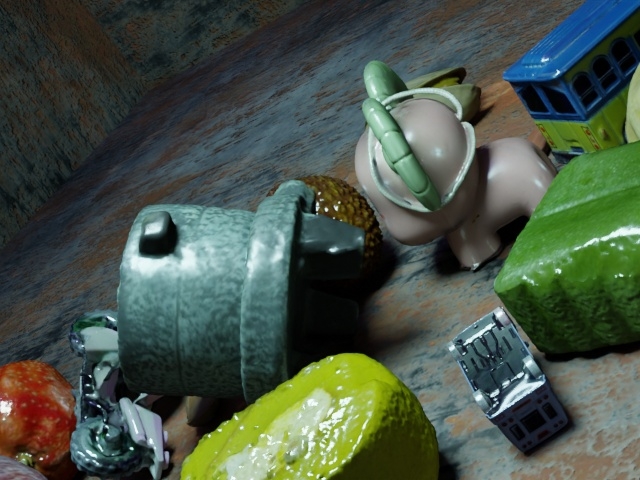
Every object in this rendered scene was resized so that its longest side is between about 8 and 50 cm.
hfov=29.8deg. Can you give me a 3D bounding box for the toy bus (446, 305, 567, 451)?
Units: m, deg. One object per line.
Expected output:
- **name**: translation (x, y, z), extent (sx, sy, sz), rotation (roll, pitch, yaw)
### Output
- **toy bus**: translation (0.185, 0.137, 1.202), extent (0.073, 0.076, 0.167), rotation (-36, 21, 8)

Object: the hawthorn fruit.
- **hawthorn fruit**: translation (-0.436, 0.286, 1.742), extent (0.205, 0.205, 0.253), rotation (-37, 20, 1)

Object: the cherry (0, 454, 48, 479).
- **cherry**: translation (-0.449, 0.382, 1.546), extent (0.300, 0.203, 0.230), rotation (-18, 19, 25)

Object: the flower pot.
- **flower pot**: translation (-0.085, 0.061, 1.481), extent (0.282, 0.299, 0.299), rotation (5, 29, 6)

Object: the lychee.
- **lychee**: translation (-0.002, 0.000, 1.690), extent (0.194, 0.194, 0.194), rotation (-32, 20, 13)

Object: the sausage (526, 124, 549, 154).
- **sausage**: translation (0.324, -0.161, 1.704), extent (0.035, 0.030, 0.147), rotation (-16, 28, 43)

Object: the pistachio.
- **pistachio**: translation (0.161, -0.204, 1.939), extent (0.206, 0.131, 0.129), rotation (-36, 62, 3)

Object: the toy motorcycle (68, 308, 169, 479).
- **toy motorcycle**: translation (-0.258, 0.207, 1.690), extent (0.188, 0.143, 0.327), rotation (3, 35, -14)

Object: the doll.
- **doll**: translation (0.151, -0.108, 1.524), extent (0.216, 0.268, 0.284), rotation (-34, 20, 15)

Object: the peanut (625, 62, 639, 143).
- **peanut**: translation (0.502, -0.202, 1.287), extent (0.387, 0.169, 0.192), rotation (-34, 25, 6)

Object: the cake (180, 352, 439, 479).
- **cake**: translation (-0.008, 0.241, 1.185), extent (0.260, 0.156, 0.179), rotation (-36, 35, 18)

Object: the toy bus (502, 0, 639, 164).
- **toy bus**: translation (0.398, -0.238, 1.535), extent (0.287, 0.175, 0.138), rotation (-41, 19, -12)

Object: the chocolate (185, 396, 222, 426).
- **chocolate**: translation (-0.154, 0.221, 1.652), extent (0.064, 0.031, 0.101), rotation (-46, 18, 8)

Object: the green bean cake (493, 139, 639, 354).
- **green bean cake**: translation (0.319, 0.000, 1.217), extent (0.248, 0.125, 0.222), rotation (-17, 29, 49)
